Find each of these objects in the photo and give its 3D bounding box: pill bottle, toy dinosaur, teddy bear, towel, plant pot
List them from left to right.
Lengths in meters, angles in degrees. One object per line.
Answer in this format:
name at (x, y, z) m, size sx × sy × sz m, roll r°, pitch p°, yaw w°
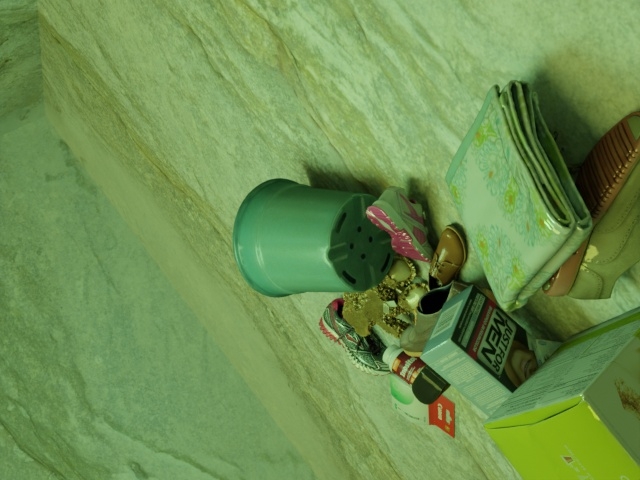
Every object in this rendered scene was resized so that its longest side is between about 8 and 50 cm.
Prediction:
plant pot at (0.000, 0.000, 1.936) m, size 0.334 × 0.341 × 0.341 m, roll 3°, pitch 123°, yaw 46°
teddy bear at (0.190, 0.156, 2.027) m, size 0.245 × 0.113 × 0.338 m, roll 41°, pitch 142°, yaw 12°
pill bottle at (0.261, 0.375, 2.145) m, size 0.152 × 0.086 × 0.086 m, roll 31°, pitch 144°, yaw 37°
towel at (0.354, -0.074, 1.358) m, size 0.374 × 0.090 × 0.321 m, roll 100°, pitch 158°, yaw -64°
toy dinosaur at (0.408, -0.167, 1.376) m, size 0.183 × 0.053 × 0.093 m, roll 24°, pitch 140°, yaw 45°

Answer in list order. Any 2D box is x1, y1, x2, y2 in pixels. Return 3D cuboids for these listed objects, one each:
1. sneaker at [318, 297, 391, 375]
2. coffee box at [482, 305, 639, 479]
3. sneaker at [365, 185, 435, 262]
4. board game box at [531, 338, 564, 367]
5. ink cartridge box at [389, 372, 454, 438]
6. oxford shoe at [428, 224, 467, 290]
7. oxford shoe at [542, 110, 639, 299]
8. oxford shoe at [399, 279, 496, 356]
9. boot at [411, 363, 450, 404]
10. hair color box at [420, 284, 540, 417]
sneaker at (0.121, 0.308, 2.268) m, size 0.299 × 0.120 × 0.112 m, roll 38°, pitch 127°, yaw 20°
coffee box at (0.587, 0.358, 1.356) m, size 0.338 × 0.334 × 0.338 m, roll 52°, pitch 152°, yaw 7°
sneaker at (0.220, -0.038, 1.762) m, size 0.102 × 0.111 × 0.252 m, roll 15°, pitch 154°, yaw 46°
board game box at (0.517, 0.265, 1.587) m, size 0.020 × 0.090 × 0.090 m, roll 124°, pitch 148°, yaw -47°
ink cartridge box at (0.315, 0.517, 2.251) m, size 0.224 × 0.056 × 0.181 m, roll 33°, pitch 145°, yaw 39°
oxford shoe at (0.303, 0.053, 1.753) m, size 0.076 × 0.076 × 0.212 m, roll 38°, pitch 146°, yaw 33°
oxford shoe at (0.525, -0.050, 1.281) m, size 0.146 × 0.141 × 0.397 m, roll 12°, pitch 134°, yaw 0°
oxford shoe at (0.286, 0.188, 1.819) m, size 0.132 × 0.130 × 0.364 m, roll 29°, pitch 142°, yaw -12°
boot at (0.358, 0.315, 1.931) m, size 0.112 × 0.115 × 0.305 m, roll 47°, pitch 132°, yaw 17°
hair color box at (0.417, 0.295, 1.598) m, size 0.374 × 0.185 × 0.113 m, roll 41°, pitch 136°, yaw -6°
